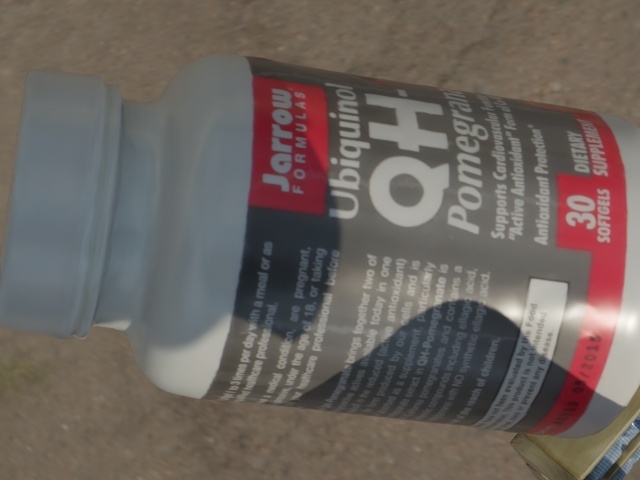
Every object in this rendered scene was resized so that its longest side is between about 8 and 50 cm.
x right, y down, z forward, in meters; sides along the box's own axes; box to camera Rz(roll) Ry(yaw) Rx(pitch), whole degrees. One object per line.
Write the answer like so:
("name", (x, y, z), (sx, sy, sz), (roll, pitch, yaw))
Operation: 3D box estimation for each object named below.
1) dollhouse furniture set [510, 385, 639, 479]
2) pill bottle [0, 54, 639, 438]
("dollhouse furniture set", (0.258, 0.173, 1.184), (0.129, 0.183, 0.129), (-48, 154, -5))
("pill bottle", (0.000, 0.000, 0.834), (0.318, 0.176, 0.176), (7, 91, -12))
